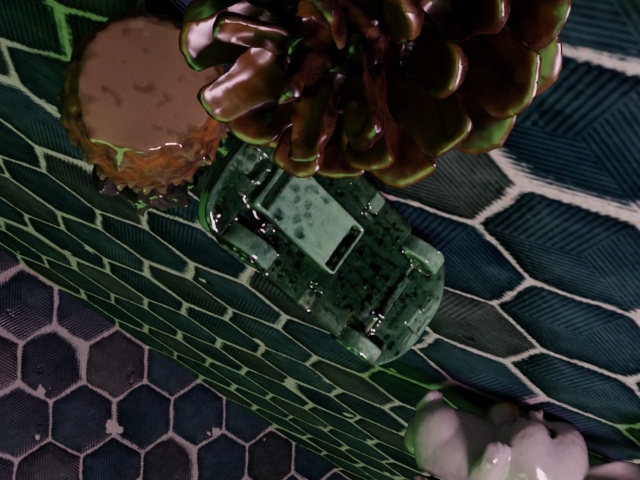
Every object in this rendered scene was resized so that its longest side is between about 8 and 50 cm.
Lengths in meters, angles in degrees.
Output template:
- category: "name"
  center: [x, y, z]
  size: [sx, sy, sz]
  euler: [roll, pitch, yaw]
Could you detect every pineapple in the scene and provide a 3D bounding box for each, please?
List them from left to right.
- category: "pineapple"
  center: [-0.165, -0.108, 0.774]
  size: [0.170, 0.141, 0.310]
  euler: [53, 166, -1]

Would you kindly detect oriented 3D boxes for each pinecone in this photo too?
- category: "pinecone"
  center: [0.020, -0.116, 0.418]
  size: [0.207, 0.208, 0.208]
  euler: [24, 159, 10]

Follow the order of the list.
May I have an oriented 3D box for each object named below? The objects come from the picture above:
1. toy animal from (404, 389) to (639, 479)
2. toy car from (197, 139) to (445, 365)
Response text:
- category: "toy animal"
  center: [0.279, 0.315, 1.178]
  size: [0.325, 0.154, 0.208]
  euler: [19, 165, 11]
- category: "toy car"
  center: [0.000, 0.000, 0.809]
  size: [0.125, 0.136, 0.306]
  euler: [25, 166, 50]
